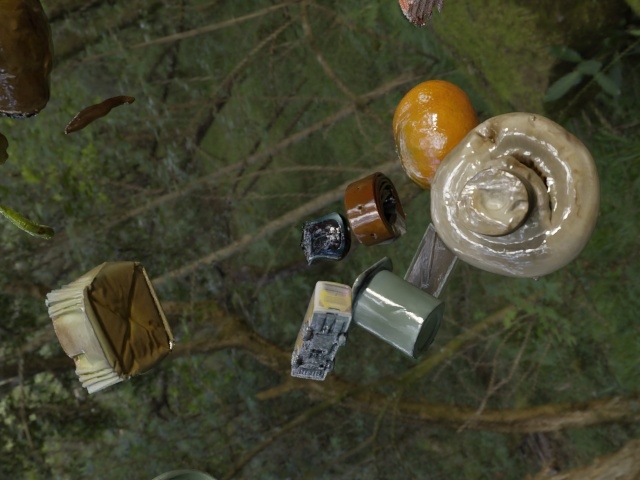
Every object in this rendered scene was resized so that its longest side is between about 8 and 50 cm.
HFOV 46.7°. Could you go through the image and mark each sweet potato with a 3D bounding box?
[{"bbox_3d":[-0.511,-0.297,1.704,0.044,0.179,0.044,47,160,23],"label":"sweet potato"}]

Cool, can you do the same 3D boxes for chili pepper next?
[{"bbox_3d":[-0.814,-0.048,2.047,0.208,0.043,0.049,39,-134,-48],"label":"chili pepper"}]

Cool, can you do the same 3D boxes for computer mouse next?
[{"bbox_3d":[0.000,0.000,2.123,0.233,0.096,0.137,-25,66,57],"label":"computer mouse"}]

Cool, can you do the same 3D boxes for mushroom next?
[{"bbox_3d":[0.321,-0.081,1.236,0.293,0.292,0.290,69,-164,10],"label":"mushroom"}]

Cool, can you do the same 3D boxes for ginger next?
[{"bbox_3d":[-0.644,-0.402,1.482,0.223,0.200,0.270,60,-162,-76],"label":"ginger"}]

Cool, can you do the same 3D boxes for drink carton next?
[{"bbox_3d":[0.182,0.162,1.756,0.189,0.191,0.186,25,121,26],"label":"drink carton"}]

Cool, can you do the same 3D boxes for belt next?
[{"bbox_3d":[0.150,-0.082,1.994,0.184,0.105,0.261,64,-161,-8],"label":"belt"}]

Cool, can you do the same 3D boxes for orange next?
[{"bbox_3d":[0.234,-0.201,1.488,0.240,0.171,0.240,-20,-90,-83],"label":"orange"}]

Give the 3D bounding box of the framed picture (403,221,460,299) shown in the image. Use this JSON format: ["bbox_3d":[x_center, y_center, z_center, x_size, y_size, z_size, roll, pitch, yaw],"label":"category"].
[{"bbox_3d":[0.318,0.102,2.193,0.266,0.018,0.192,-68,29,25],"label":"framed picture"}]

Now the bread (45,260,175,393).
[{"bbox_3d":[-0.385,0.151,1.356,0.210,0.109,0.192,66,-151,-8],"label":"bread"}]

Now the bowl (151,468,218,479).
[{"bbox_3d":[-0.340,0.668,1.642,0.163,0.307,0.307,-17,93,37],"label":"bowl"}]

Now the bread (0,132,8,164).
[{"bbox_3d":[-0.813,-0.216,1.710,0.233,0.160,0.088,123,148,-69],"label":"bread"}]

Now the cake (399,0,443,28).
[{"bbox_3d":[0.242,-0.636,1.756,0.135,0.098,0.287,41,155,45],"label":"cake"}]

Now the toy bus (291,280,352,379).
[{"bbox_3d":[-0.001,0.190,1.515,0.268,0.092,0.106,108,169,-52],"label":"toy bus"}]
